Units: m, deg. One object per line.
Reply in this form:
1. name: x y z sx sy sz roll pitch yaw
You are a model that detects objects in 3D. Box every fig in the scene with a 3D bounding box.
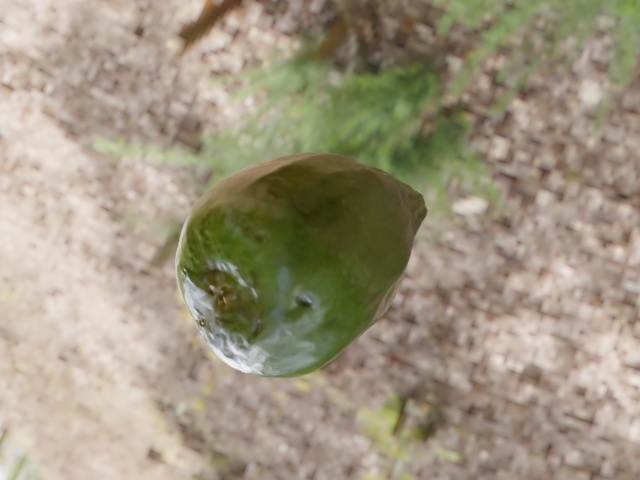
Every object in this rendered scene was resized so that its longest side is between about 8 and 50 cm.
1. fig: -0.002 0.003 1.510 0.167 0.233 0.167 52 165 21
